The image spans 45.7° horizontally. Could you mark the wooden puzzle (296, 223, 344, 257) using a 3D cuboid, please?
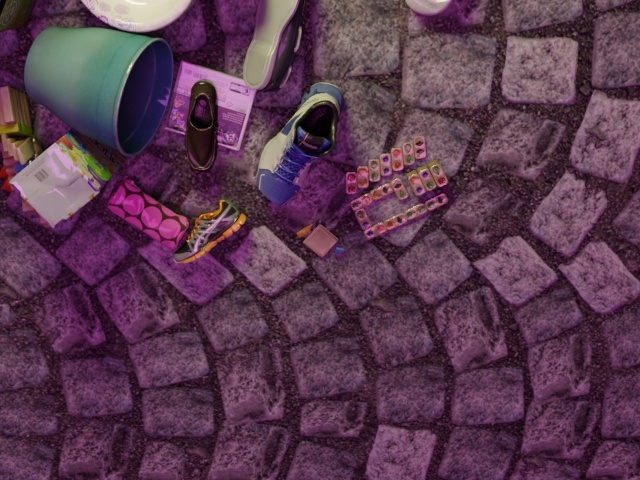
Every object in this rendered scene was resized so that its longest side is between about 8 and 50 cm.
[{"bbox_3d":[0.000,0.000,1.980,0.078,0.014,0.116,-39,107,18],"label":"wooden puzzle"}]

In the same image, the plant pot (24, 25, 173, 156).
[{"bbox_3d":[-0.504,-0.356,1.703,0.255,0.272,0.272,19,111,6],"label":"plant pot"}]

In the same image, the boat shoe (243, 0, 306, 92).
[{"bbox_3d":[-0.091,-0.488,1.745,0.114,0.091,0.303,38,114,31],"label":"boat shoe"}]

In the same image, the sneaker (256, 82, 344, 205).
[{"bbox_3d":[-0.053,-0.222,1.799,0.127,0.182,0.316,29,108,-11],"label":"sneaker"}]

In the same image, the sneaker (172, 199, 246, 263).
[{"bbox_3d":[-0.294,-0.022,1.931,0.215,0.084,0.083,-37,108,2],"label":"sneaker"}]

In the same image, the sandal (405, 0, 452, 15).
[{"bbox_3d":[0.252,-0.710,1.663,0.169,0.102,0.416,15,124,9],"label":"sandal"}]

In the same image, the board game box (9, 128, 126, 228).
[{"bbox_3d":[-0.575,-0.163,1.759,0.144,0.275,0.142,-36,108,12],"label":"board game box"}]

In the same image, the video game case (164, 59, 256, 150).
[{"bbox_3d":[-0.265,-0.325,1.840,0.190,0.022,0.173,16,110,-8],"label":"video game case"}]

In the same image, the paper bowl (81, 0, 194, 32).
[{"bbox_3d":[-0.394,-0.606,1.656,0.284,0.148,0.284,-1,112,-2],"label":"paper bowl"}]

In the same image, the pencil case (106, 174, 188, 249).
[{"bbox_3d":[-0.428,-0.069,1.903,0.209,0.095,0.098,35,95,-16],"label":"pencil case"}]

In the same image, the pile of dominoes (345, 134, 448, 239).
[{"bbox_3d":[0.191,-0.128,1.918,0.251,0.040,0.196,-26,110,8],"label":"pile of dominoes"}]

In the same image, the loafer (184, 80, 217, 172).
[{"bbox_3d":[-0.289,-0.264,1.808,0.080,0.078,0.220,1,112,-2],"label":"loafer"}]

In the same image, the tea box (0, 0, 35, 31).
[{"bbox_3d":[-0.697,-0.620,1.549,0.220,0.323,0.329,27,109,-11],"label":"tea box"}]

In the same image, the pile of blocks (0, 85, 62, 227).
[{"bbox_3d":[-0.731,-0.184,1.816,0.112,0.149,0.362,-11,112,3],"label":"pile of blocks"}]
